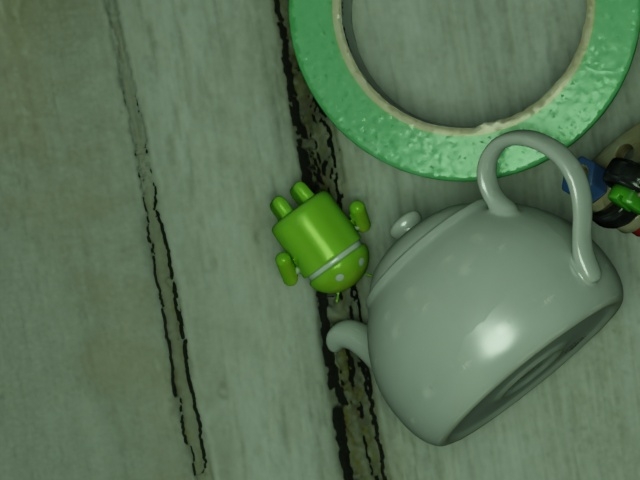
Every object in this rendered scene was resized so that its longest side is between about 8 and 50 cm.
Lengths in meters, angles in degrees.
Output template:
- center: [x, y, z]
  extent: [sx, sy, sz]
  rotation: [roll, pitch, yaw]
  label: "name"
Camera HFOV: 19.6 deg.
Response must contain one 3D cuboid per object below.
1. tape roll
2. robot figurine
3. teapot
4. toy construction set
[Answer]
- center: [0.134, -0.214, 1.706]
  extent: [0.321, 0.077, 0.321]
  rotation: [0, 92, 9]
  label: "tape roll"
- center: [0.000, 0.000, 1.748]
  extent: [0.101, 0.067, 0.115]
  rotation: [-35, 89, -11]
  label: "robot figurine"
- center: [0.134, 0.046, 1.657]
  extent: [0.256, 0.252, 0.187]
  rotation: [-37, 77, -4]
  label: "teapot"
- center: [0.400, -0.077, 1.636]
  extent: [0.309, 0.257, 0.237]
  rotation: [30, 85, -16]
  label: "toy construction set"
